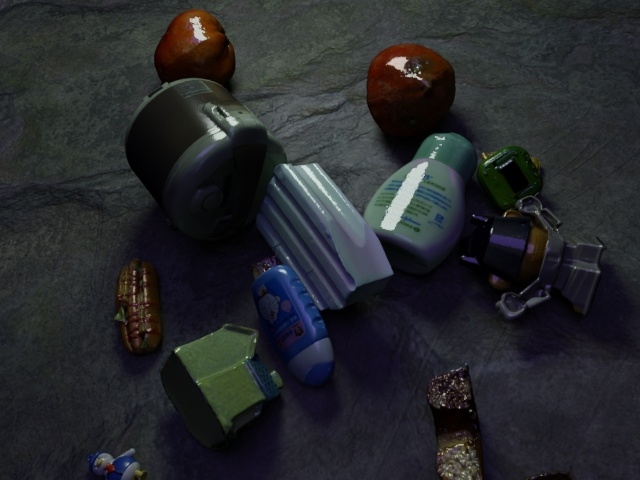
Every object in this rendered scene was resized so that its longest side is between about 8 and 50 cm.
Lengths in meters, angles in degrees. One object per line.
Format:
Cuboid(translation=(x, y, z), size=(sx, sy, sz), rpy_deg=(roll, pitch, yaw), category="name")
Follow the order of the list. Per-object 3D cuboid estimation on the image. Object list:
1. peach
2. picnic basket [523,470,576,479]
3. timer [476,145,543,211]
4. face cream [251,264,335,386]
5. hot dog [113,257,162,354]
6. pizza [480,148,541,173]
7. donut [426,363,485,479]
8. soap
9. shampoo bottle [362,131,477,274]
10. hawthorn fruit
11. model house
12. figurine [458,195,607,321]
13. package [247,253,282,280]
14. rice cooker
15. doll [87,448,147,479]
Cuboid(translation=(0.226, -0.372, 1.389), size=(0.232, 0.232, 0.256), rpy_deg=(-11, 17, 3), category="peach")
Cuboid(translation=(0.421, 0.506, 0.962), size=(0.110, 0.055, 0.193), rpy_deg=(-13, 58, 1), category="picnic basket")
Cuboid(translation=(0.442, -0.143, 1.297), size=(0.128, 0.047, 0.140), rpy_deg=(-33, 99, 7), category="timer")
Cuboid(translation=(-0.055, 0.188, 1.189), size=(0.083, 0.149, 0.264), rpy_deg=(-6, 58, -47), category="face cream")
Cuboid(translation=(-0.430, 0.146, 1.303), size=(0.104, 0.076, 0.250), rpy_deg=(-14, 61, 2), category="hot dog")
Cuboid(translation=(0.476, -0.187, 1.367), size=(0.099, 0.036, 0.160), rpy_deg=(-41, 62, -15), category="pizza")
Cuboid(translation=(0.252, 0.361, 1.031), size=(0.085, 0.141, 0.217), rpy_deg=(-10, 50, 15), category="donut")
Cuboid(translation=(0.000, 0.000, 1.231), size=(0.115, 0.208, 0.347), rpy_deg=(-12, 52, -37), category="soap")
Cuboid(translation=(0.245, -0.103, 1.291), size=(0.222, 0.151, 0.349), rpy_deg=(21, 66, 25), category="shampoo bottle")
Cuboid(translation=(-0.377, -0.525, 1.612), size=(0.261, 0.224, 0.224), rpy_deg=(-29, 58, 11), category="hawthorn fruit")
Cuboid(translation=(-0.189, 0.295, 1.143), size=(0.189, 0.195, 0.214), rpy_deg=(-28, 72, -35), category="model house")
Cuboid(translation=(0.445, 0.030, 1.187), size=(0.309, 0.143, 0.308), rpy_deg=(3, 46, -4), category="figurine")
Cuboid(translation=(-0.106, 0.084, 1.309), size=(0.108, 0.031, 0.120), rpy_deg=(-23, 60, -4), category="package")
Cuboid(translation=(-0.261, -0.189, 1.329), size=(0.335, 0.335, 0.325), rpy_deg=(-37, 60, -12), category="rice cooker")
Cuboid(translation=(-0.417, 0.464, 1.128), size=(0.143, 0.057, 0.098), rpy_deg=(14, 64, 23), category="doll")
